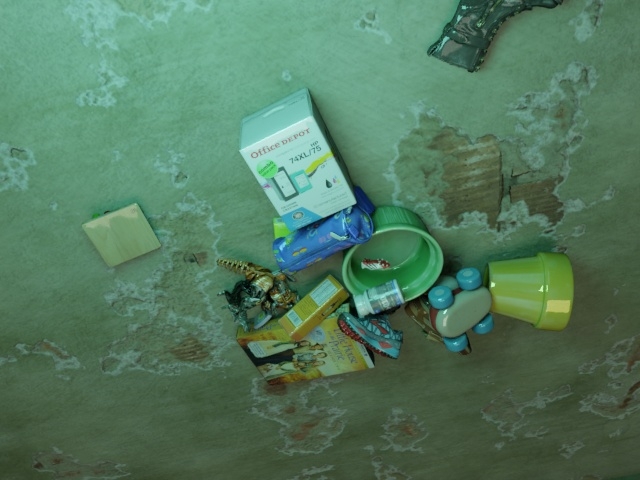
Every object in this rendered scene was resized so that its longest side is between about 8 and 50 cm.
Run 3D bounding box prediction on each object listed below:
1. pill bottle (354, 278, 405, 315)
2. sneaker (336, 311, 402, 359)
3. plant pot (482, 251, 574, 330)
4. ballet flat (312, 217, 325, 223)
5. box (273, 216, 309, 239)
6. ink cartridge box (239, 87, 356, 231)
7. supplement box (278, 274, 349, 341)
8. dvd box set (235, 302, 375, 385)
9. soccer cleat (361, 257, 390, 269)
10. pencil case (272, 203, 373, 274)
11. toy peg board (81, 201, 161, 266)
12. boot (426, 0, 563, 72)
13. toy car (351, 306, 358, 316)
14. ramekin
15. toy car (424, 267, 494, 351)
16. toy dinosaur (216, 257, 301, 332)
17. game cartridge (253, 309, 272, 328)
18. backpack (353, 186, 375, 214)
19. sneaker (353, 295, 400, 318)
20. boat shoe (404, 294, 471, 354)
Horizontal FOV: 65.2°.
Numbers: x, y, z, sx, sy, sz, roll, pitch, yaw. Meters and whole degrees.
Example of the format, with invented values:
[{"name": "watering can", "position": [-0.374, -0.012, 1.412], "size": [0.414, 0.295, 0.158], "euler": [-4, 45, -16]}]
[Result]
[{"name": "pill bottle", "position": [0.176, 0.173, 1.494], "size": [0.137, 0.078, 0.078], "euler": [-22, 126, 11]}, {"name": "sneaker", "position": [0.166, 0.285, 1.642], "size": [0.262, 0.125, 0.104], "euler": [36, 160, -25]}, {"name": "plant pot", "position": [0.664, 0.159, 1.637], "size": [0.239, 0.254, 0.253], "euler": [3, 128, 11]}, {"name": "ballet flat", "position": [-0.004, -0.084, 1.484], "size": [0.057, 0.052, 0.168], "euler": [-8, 127, 0]}, {"name": "box", "position": [-0.085, 0.008, 1.551], "size": [0.109, 0.042, 0.178], "euler": [-5, 126, -2]}, {"name": "ink cartridge box", "position": [-0.058, -0.208, 1.294], "size": [0.198, 0.197, 0.270], "euler": [-24, 125, 11]}, {"name": "supplement box", "position": [-0.021, 0.222, 1.640], "size": [0.233, 0.080, 0.078], "euler": [-40, 146, -3]}, {"name": "dvd box set", "position": [-0.047, 0.384, 1.792], "size": [0.421, 0.062, 0.307], "euler": [-14, 128, 14]}, {"name": "soccer cleat", "position": [0.159, 0.072, 1.449], "size": [0.084, 0.029, 0.035], "euler": [5, 135, -6]}, {"name": "pencil case", "position": [0.000, 0.000, 1.398], "size": [0.306, 0.133, 0.119], "euler": [-25, 107, 34]}, {"name": "toy peg board", "position": [-0.578, -0.031, 1.460], "size": [0.161, 0.079, 0.161], "euler": [-24, 128, -8]}, {"name": "boot", "position": [0.411, -0.513, 1.198], "size": [0.263, 0.091, 0.228], "euler": [9, 131, -8]}, {"name": "toy car", "position": [0.083, 0.225, 1.749], "size": [0.041, 0.060, 0.122], "euler": [-2, 122, 53]}, {"name": "ramekin", "position": [0.209, 0.040, 1.541], "size": [0.304, 0.148, 0.303], "euler": [-3, 127, -4]}, {"name": "toy car", "position": [0.405, 0.191, 1.617], "size": [0.210, 0.238, 0.219], "euler": [-31, 117, -13]}, {"name": "toy dinosaur", "position": [-0.207, 0.152, 1.612], "size": [0.218, 0.164, 0.322], "euler": [-44, 102, 7]}, {"name": "game cartridge", "position": [-0.199, 0.267, 1.725], "size": [0.083, 0.056, 0.017], "euler": [-41, 121, 21]}, {"name": "backpack", "position": [0.079, -0.089, 1.457], "size": [0.120, 0.101, 0.097], "euler": [-35, 86, 25]}, {"name": "sneaker", "position": [0.217, 0.262, 1.734], "size": [0.147, 0.104, 0.295], "euler": [-14, 123, 11]}, {"name": "boat shoe", "position": [0.419, 0.302, 1.791], "size": [0.120, 0.122, 0.324], "euler": [-33, 115, 24]}]
